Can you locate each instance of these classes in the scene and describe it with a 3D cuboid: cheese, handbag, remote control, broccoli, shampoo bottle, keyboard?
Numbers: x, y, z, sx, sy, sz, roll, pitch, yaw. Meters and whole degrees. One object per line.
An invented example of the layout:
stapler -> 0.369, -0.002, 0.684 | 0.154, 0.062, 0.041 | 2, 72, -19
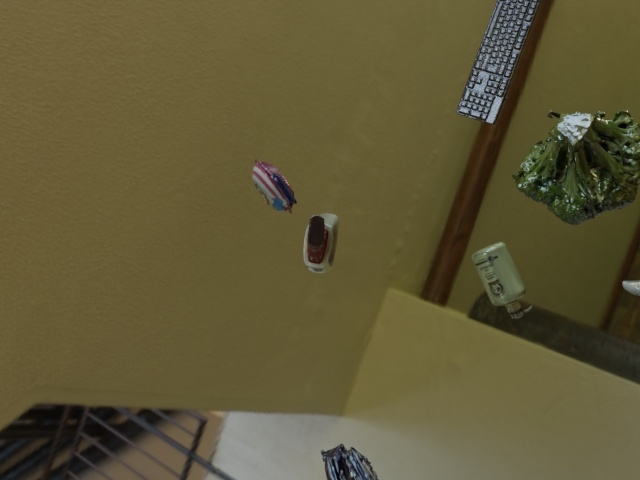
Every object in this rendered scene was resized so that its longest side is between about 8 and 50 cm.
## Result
cheese -> -0.102, -0.121, 1.833 | 0.062, 0.244, 0.155 | -36, -75, -8
handbag -> 0.090, 0.581, 1.800 | 0.113, 0.260, 0.162 | -30, -44, 5
remote control -> 0.730, 0.103, 1.732 | 0.184, 0.050, 0.027 | 0, -69, -29
broccoli -> 0.644, -0.208, 1.996 | 0.321, 0.303, 0.283 | -62, -35, -19
shampoo bottle -> 0.000, 0.000, 1.853 | 0.284, 0.071, 0.153 | 49, -128, -86
shampoo bottle -> 0.384, 0.088, 1.686 | 0.079, 0.079, 0.162 | -20, -94, -48
keyboard -> 0.386, -0.404, 1.704 | 0.018, 0.101, 0.310 | 7, -76, -61
